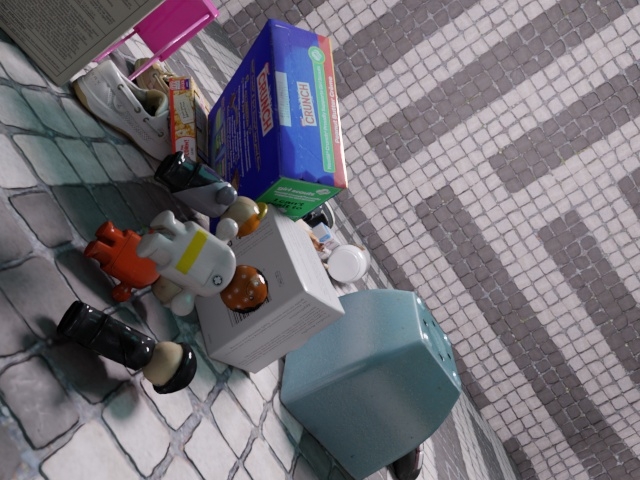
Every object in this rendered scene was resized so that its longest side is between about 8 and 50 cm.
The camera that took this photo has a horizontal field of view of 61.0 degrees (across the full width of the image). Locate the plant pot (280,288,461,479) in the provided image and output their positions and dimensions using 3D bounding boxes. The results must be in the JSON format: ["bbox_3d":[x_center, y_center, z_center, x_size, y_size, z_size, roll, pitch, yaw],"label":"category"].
[{"bbox_3d":[0.109,0.234,1.004,0.247,0.252,0.247,53,19,-23],"label":"plant pot"}]

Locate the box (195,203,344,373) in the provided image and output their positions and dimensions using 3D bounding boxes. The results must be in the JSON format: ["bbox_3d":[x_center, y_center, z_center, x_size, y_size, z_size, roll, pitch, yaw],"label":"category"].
[{"bbox_3d":[-0.090,0.076,0.844,0.119,0.181,0.181,39,20,-50],"label":"box"}]

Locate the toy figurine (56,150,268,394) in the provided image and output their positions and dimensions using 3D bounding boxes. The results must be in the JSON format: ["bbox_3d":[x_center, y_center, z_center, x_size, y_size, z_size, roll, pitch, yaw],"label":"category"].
[{"bbox_3d":[-0.156,0.033,0.596,0.148,0.209,0.213,38,20,-30],"label":"toy figurine"}]

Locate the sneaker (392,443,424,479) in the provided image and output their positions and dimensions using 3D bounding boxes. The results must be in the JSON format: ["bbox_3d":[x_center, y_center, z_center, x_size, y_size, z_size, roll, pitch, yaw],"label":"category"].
[{"bbox_3d":[0.133,0.390,1.218,0.163,0.106,0.281,12,59,-22],"label":"sneaker"}]

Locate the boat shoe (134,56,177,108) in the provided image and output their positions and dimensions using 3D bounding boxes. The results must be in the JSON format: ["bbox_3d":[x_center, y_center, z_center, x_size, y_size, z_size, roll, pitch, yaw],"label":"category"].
[{"bbox_3d":[-0.325,-0.309,1.205,0.285,0.089,0.104,60,11,20],"label":"boat shoe"}]

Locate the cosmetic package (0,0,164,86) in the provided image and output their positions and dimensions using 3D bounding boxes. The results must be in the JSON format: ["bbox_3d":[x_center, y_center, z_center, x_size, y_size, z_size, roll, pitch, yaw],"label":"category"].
[{"bbox_3d":[-0.333,-0.399,0.827,0.160,0.309,0.113,51,12,-28],"label":"cosmetic package"}]

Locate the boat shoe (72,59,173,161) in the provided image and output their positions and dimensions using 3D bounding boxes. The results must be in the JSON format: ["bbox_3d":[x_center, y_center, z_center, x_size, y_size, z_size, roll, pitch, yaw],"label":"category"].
[{"bbox_3d":[-0.313,-0.228,0.991,0.098,0.096,0.277,57,9,22],"label":"boat shoe"}]

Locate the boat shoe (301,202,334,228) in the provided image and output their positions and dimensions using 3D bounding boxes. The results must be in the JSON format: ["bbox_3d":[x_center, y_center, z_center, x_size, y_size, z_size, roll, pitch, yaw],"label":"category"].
[{"bbox_3d":[-0.065,-0.117,1.776,0.340,0.127,0.113,57,37,-41],"label":"boat shoe"}]

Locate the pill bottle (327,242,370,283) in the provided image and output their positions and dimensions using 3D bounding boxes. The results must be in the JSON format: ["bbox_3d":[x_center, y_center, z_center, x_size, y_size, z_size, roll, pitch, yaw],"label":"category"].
[{"bbox_3d":[0.093,0.077,1.831,0.131,0.131,0.229,57,10,5],"label":"pill bottle"}]

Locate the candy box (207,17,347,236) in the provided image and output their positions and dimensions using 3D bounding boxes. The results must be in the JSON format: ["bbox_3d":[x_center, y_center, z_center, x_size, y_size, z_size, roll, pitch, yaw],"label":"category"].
[{"bbox_3d":[-0.093,-0.165,0.938,0.122,0.317,0.268,4,72,-28],"label":"candy box"}]

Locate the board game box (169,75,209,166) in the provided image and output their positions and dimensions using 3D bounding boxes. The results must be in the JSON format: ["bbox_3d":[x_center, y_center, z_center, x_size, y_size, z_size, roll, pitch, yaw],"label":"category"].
[{"bbox_3d":[-0.245,-0.195,1.046,0.147,0.045,0.193,78,8,-83],"label":"board game box"}]

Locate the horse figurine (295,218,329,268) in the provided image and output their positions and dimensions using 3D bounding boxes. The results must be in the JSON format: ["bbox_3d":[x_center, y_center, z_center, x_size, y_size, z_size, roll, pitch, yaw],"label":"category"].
[{"bbox_3d":[-0.050,-0.022,1.608,0.263,0.066,0.174,52,3,32],"label":"horse figurine"}]

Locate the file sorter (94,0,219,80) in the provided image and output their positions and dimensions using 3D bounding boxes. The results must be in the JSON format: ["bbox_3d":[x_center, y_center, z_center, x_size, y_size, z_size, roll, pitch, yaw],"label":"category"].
[{"bbox_3d":[-0.387,-0.468,1.018,0.290,0.202,0.182,51,45,-23],"label":"file sorter"}]

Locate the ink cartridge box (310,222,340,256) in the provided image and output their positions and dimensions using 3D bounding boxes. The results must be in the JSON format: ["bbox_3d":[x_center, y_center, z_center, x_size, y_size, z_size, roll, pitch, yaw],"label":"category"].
[{"bbox_3d":[0.000,0.000,1.754,0.052,0.089,0.122,60,11,22],"label":"ink cartridge box"}]
